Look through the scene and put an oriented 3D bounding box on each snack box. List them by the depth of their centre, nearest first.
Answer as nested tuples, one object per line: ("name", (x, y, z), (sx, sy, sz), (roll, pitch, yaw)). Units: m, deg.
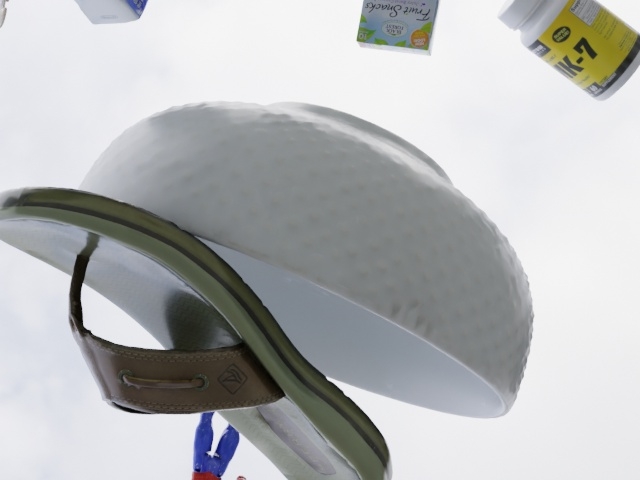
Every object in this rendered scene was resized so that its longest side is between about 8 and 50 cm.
("snack box", (0.110, -0.324, 1.392), (0.100, 0.037, 0.141), (10, -93, 15))

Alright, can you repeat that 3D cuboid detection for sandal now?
("sandal", (-0.076, 0.078, 0.615), (0.303, 0.120, 0.086), (45, -120, -15))

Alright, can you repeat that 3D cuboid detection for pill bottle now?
("pill bottle", (0.380, -0.316, 1.580), (0.208, 0.119, 0.119), (35, -104, -5))

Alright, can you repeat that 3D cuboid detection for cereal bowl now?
("cereal bowl", (0.000, 0.000, 0.750), (0.339, 0.339, 0.141), (28, -105, -19))

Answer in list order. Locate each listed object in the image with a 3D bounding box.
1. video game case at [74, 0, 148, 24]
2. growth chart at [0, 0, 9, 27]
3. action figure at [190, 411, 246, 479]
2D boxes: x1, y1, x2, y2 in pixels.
("video game case", (-0.195, -0.367, 0.884), (0.244, 0.061, 0.269), (48, -130, -51))
("growth chart", (-0.324, -0.309, 1.092), (0.021, 0.172, 0.237), (13, -83, -23))
("action figure", (-0.136, 0.279, 1.347), (0.091, 0.139, 0.280), (17, -106, -11))
